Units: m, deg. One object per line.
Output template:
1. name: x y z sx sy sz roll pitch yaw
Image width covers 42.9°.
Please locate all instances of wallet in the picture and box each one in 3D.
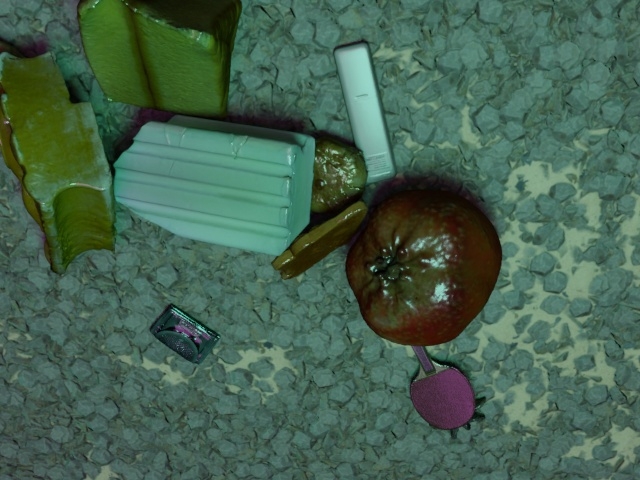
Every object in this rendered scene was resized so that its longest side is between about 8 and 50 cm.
1. wallet: -0.285 0.200 1.702 0.129 0.026 0.088 36 110 -13

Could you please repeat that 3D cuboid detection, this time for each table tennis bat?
1. table tennis bat: 0.243 0.299 1.709 0.130 0.019 0.220 -25 98 15

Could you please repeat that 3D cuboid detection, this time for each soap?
1. soap: -0.489 -0.137 1.505 0.169 0.339 0.305 -15 71 -19
2. soap: -0.195 -0.106 1.467 0.346 0.115 0.208 10 110 15

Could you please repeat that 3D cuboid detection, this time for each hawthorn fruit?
1. hawthorn fruit: 0.213 0.051 1.508 0.287 0.330 0.287 -2 87 40

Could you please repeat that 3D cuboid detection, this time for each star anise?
1. star anise: 0.291 0.372 1.755 0.141 0.042 0.141 1 113 1

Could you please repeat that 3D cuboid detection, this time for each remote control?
1. remote control: 0.084 -0.232 1.498 0.067 0.029 0.261 -12 111 9

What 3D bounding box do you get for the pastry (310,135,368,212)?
1. pastry: 0.016 -0.121 1.513 0.153 0.081 0.153 3 111 7

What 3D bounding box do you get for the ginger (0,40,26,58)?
1. ginger: -0.691 -0.411 1.390 0.348 0.122 0.363 -8 124 -4

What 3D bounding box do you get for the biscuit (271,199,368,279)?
1. biscuit: 0.000 0.000 1.530 0.043 0.183 0.280 56 138 14

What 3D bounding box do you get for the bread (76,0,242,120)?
1. bread: -0.268 -0.286 1.302 0.233 0.362 0.245 10 112 -3
